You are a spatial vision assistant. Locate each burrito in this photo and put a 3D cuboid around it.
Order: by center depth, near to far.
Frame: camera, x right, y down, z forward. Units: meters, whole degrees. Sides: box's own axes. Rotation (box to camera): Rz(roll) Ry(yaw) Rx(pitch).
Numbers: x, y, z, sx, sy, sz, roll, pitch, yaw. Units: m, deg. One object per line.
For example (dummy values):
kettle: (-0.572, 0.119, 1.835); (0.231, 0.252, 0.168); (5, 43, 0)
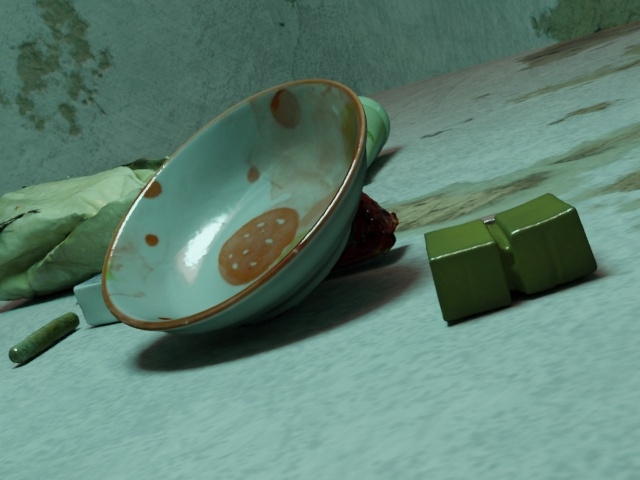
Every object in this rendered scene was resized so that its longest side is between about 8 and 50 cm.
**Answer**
burrito: (-0.273, -0.019, 1.553); (0.331, 0.135, 0.190); (-11, 15, 32)

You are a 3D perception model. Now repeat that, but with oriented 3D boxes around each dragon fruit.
dragon fruit: (0.002, -0.001, 1.109); (0.131, 0.097, 0.063); (-39, -12, 22)

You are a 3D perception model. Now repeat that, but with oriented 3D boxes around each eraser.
eraser: (-0.148, 0.027, 1.295); (0.091, 0.046, 0.212); (-12, 11, 38)

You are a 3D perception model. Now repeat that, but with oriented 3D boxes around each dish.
dish: (-0.052, -0.009, 1.014); (0.260, 0.085, 0.260); (-27, 35, 21)

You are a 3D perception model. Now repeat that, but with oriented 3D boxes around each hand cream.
hand cream: (0.028, -0.121, 1.762); (0.147, 0.093, 0.306); (-17, 18, 21)

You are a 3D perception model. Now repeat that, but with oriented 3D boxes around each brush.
brush: (0.124, -0.002, 0.901); (0.103, 0.047, 0.233); (-18, 8, 4)

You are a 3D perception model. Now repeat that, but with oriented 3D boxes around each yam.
yam: (-0.269, 0.095, 1.219); (0.021, 0.021, 0.116); (-15, 9, 22)
